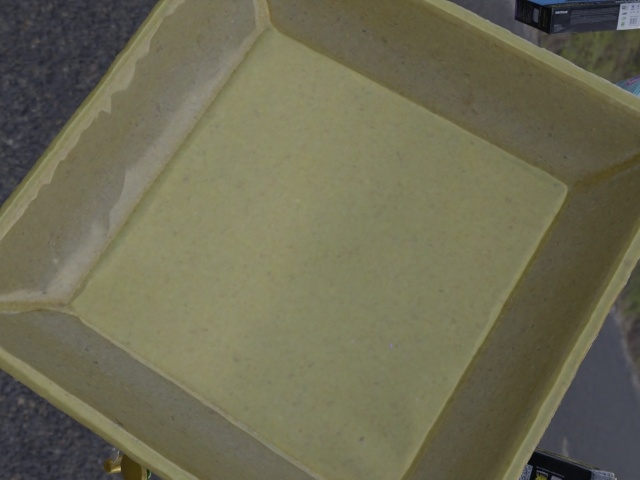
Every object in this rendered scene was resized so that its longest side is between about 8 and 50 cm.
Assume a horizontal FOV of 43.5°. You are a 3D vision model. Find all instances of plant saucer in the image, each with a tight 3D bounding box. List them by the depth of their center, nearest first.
[{"bbox_3d":[0.000,0.000,0.499,0.333,0.333,0.081,-57,169,-13],"label":"plant saucer"}]

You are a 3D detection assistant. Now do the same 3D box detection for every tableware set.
[{"bbox_3d":[-0.216,0.321,0.975,0.024,0.154,0.104,-4,137,-52],"label":"tableware set"}]

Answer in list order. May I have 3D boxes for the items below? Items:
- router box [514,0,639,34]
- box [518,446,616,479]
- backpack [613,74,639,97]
[{"bbox_3d":[0.427,-0.376,1.314,0.133,0.179,0.046,-118,-156,-61],"label":"router box"},{"bbox_3d":[0.205,0.385,1.086,0.079,0.322,0.257,22,81,-45],"label":"box"},{"bbox_3d":[0.392,-0.100,0.904,0.166,0.144,0.188,-40,96,-18],"label":"backpack"}]
